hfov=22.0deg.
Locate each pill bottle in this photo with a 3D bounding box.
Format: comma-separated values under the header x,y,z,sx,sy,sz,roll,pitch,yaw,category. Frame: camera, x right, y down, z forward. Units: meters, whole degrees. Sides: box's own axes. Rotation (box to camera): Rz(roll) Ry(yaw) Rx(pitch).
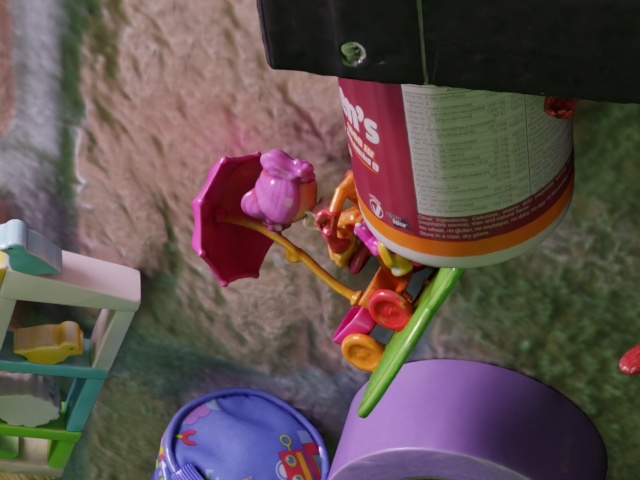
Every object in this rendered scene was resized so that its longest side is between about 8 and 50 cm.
x,y,z,sx,sy,sz,roll,pitch,yaw,category
0.066,-0.100,0.835,0.121,0.121,0.221,5,137,17,pill bottle

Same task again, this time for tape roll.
x,y,z,sx,sy,sz,roll,pitch,yaw,category
0.101,0.173,1.148,0.189,0.080,0.189,12,139,10,tape roll

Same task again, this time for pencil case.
x,y,z,sx,sy,sz,roll,pitch,yaw,category
-0.091,0.239,1.260,0.119,0.133,0.306,47,142,20,pencil case

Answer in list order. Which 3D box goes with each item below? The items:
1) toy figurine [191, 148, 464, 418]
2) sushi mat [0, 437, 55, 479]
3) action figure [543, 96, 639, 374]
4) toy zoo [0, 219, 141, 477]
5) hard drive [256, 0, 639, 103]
x,y,z,sx,sy,sz,roll,pitch,yaw,category
0.000,0.000,0.980,0.159,0.130,0.173,31,141,1,toy figurine
-0.341,0.093,1.284,0.151,0.019,0.316,-9,132,28,sushi mat
0.167,-0.043,0.805,0.091,0.139,0.280,21,121,43,action figure
-0.245,0.077,1.168,0.192,0.030,0.293,8,141,-18,toy zoo
0.165,-0.148,0.657,0.338,0.237,0.064,8,138,15,hard drive
